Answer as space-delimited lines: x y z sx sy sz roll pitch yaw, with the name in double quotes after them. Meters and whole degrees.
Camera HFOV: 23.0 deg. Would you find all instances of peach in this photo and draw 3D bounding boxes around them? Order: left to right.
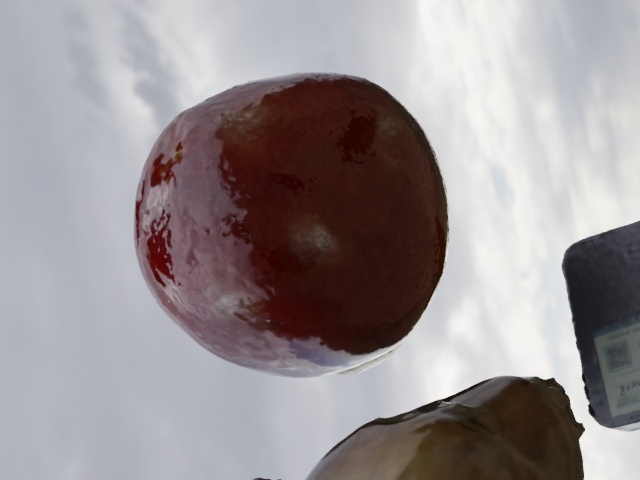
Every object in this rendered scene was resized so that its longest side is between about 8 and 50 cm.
-0.017 -0.016 1.153 0.199 0.243 0.243 39 158 54 "peach"

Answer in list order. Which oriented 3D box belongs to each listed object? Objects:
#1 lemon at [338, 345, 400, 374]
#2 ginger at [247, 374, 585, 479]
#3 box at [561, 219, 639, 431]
0.000 0.000 1.572 0.219 0.240 0.240 -70 -13 15 "lemon"
0.105 0.184 0.706 0.176 0.375 0.256 41 -111 -59 "ginger"
0.419 0.057 1.587 0.058 0.350 0.211 15 -118 -52 "box"
